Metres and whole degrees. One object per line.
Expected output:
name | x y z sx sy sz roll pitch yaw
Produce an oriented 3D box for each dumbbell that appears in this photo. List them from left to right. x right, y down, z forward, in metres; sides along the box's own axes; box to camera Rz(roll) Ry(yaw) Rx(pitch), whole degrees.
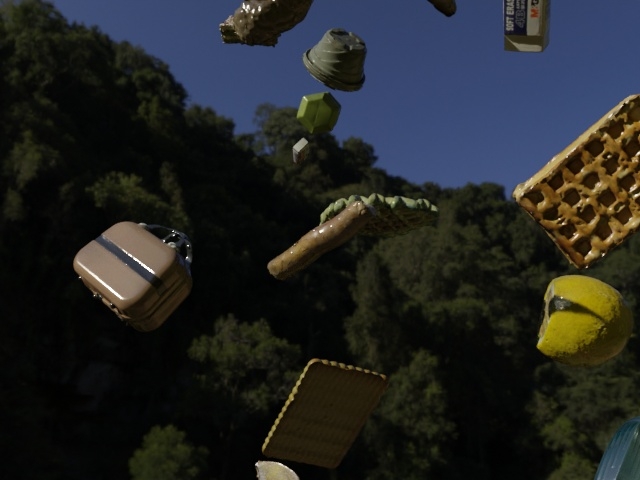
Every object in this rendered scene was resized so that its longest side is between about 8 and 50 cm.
dumbbell | 0.000 -0.374 1.835 0.108 0.121 0.302 19 15 -1

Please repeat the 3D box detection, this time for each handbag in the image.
handbag | -0.469 0.067 1.670 0.302 0.283 0.149 29 -29 35

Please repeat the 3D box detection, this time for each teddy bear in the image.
teddy bear | -0.070 -0.374 0.893 0.140 0.190 0.177 -12 -59 -16

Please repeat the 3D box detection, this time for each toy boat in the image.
toy boat | 0.655 0.491 1.359 0.093 0.246 0.103 17 -21 38

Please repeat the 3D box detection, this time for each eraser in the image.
eraser | -0.065 -0.295 2.103 0.029 0.052 0.122 42 -12 9
eraser | 0.605 -0.695 1.845 0.124 0.081 0.279 12 -45 30

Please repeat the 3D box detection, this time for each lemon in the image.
lemon | 0.682 0.211 1.616 0.219 0.240 0.240 12 -19 11

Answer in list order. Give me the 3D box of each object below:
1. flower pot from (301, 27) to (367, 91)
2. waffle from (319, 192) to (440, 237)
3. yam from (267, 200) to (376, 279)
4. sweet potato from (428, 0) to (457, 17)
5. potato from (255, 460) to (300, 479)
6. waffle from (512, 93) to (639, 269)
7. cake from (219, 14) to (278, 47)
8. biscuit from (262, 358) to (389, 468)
flower pot | 0.064 -0.615 2.104 0.235 0.235 0.140 9 -48 -22
waffle | 0.151 -0.062 1.683 0.292 0.056 0.309 4 -16 -18
yam | 0.000 0.000 1.122 0.241 0.057 0.057 -34 -37 31
sweet potato | 0.318 -0.747 1.870 0.286 0.085 0.112 7 -11 -44
potato | -0.077 0.589 1.358 0.100 0.120 0.261 -13 19 -5
waffle | 0.561 -0.111 1.240 0.308 0.213 0.091 -43 -4 19
cake | -0.154 -0.436 1.334 0.140 0.055 0.051 26 -37 33
biscuit | 0.007 0.332 1.208 0.172 0.029 0.254 18 -64 -20
